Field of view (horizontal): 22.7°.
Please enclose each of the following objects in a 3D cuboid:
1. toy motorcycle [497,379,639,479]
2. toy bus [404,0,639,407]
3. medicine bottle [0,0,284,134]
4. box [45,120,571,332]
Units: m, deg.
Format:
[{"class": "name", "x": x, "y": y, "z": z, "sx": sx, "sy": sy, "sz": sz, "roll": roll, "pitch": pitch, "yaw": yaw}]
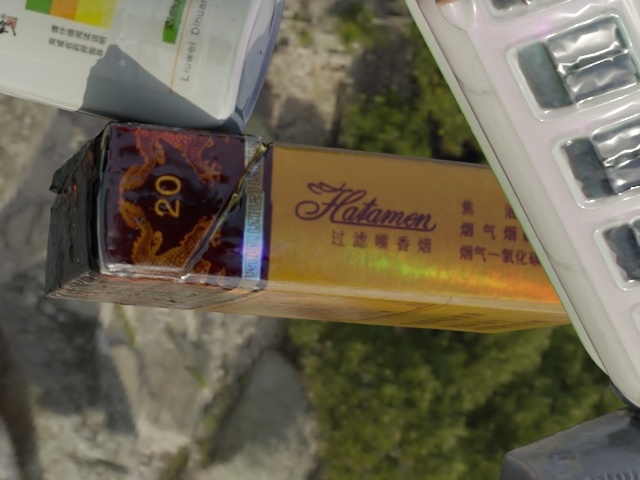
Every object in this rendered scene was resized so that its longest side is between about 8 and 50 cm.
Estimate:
[{"class": "toy motorcycle", "x": 0.166, "y": 0.159, "z": 0.796, "sx": 0.260, "sy": 0.171, "sz": 0.110, "roll": -12, "pitch": 133, "yaw": -27}, {"class": "toy bus", "x": 0.160, "y": -0.049, "z": 0.650, "sx": 0.305, "sy": 0.179, "sz": 0.143, "roll": 58, "pitch": 13, "yaw": -33}, {"class": "medicine bottle", "x": -0.184, "y": -0.180, "z": 1.181, "sx": 0.111, "sy": 0.296, "sz": 0.161, "roll": 43, "pitch": 64, "yaw": -79}, {"class": "box", "x": -0.001, "y": 0.001, "z": 1.265, "sx": 0.264, "sy": 0.415, "sz": 0.115, "roll": 164, "pitch": -69, "yaw": -73}]
